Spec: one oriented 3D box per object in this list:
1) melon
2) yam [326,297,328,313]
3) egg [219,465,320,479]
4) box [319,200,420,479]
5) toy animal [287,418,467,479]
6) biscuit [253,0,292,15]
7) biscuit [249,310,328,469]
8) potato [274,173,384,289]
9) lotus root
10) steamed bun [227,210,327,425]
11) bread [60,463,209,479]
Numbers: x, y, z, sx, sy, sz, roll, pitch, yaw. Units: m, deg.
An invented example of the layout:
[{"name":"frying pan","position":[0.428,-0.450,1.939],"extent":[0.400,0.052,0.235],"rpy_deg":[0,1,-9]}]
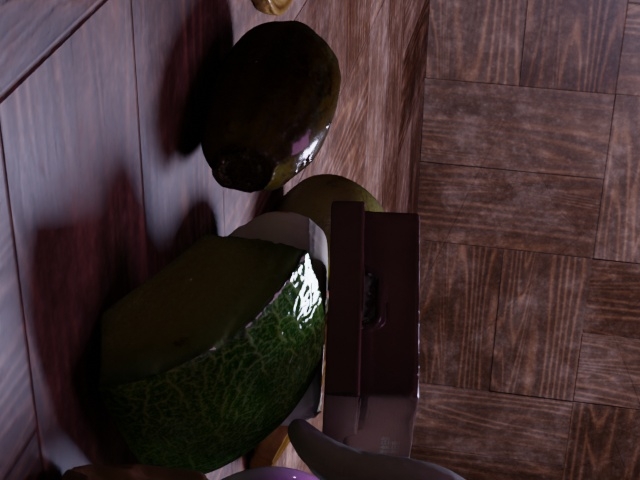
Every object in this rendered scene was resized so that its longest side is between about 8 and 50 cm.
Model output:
[{"name":"melon","position":[-0.091,0.130,1.114],"extent":[0.124,0.196,0.323],"rpy_deg":[51,-18,27]},{"name":"yam","position":[-0.036,0.110,1.671],"extent":[0.071,0.067,0.317],"rpy_deg":[55,9,4]},{"name":"egg","position":[-0.063,0.332,1.288],"extent":[0.271,0.196,0.196],"rpy_deg":[-26,123,-63]},{"name":"box","position":[0.047,0.105,1.224],"extent":[0.215,0.086,0.215],"rpy_deg":[92,0,-55]},{"name":"toy animal","position":[0.032,0.293,1.075],"extent":[0.174,0.289,0.249],"rpy_deg":[-20,115,-44]},{"name":"biscuit","position":[-0.051,-0.324,1.407],"extent":[0.220,0.029,0.142],"rpy_deg":[70,28,-70]},{"name":"biscuit","position":[-0.020,0.180,1.625],"extent":[0.288,0.044,0.202],"rpy_deg":[-61,174,33]},{"name":"potato","position":[0.000,0.000,1.620],"extent":[0.194,0.157,0.157],"rpy_deg":[-37,138,-43]},{"name":"lotus root","position":[-0.047,-0.137,1.259],"extent":[0.241,0.124,0.123],"rpy_deg":[-74,-178,-56]},{"name":"steamed bun","position":[-0.058,0.077,1.316],"extent":[0.177,0.131,0.228],"rpy_deg":[87,4,-62]},{"name":"bread","position":[-0.133,0.356,0.902],"extent":[0.236,0.183,0.388],"rpy_deg":[66,31,-68]}]
